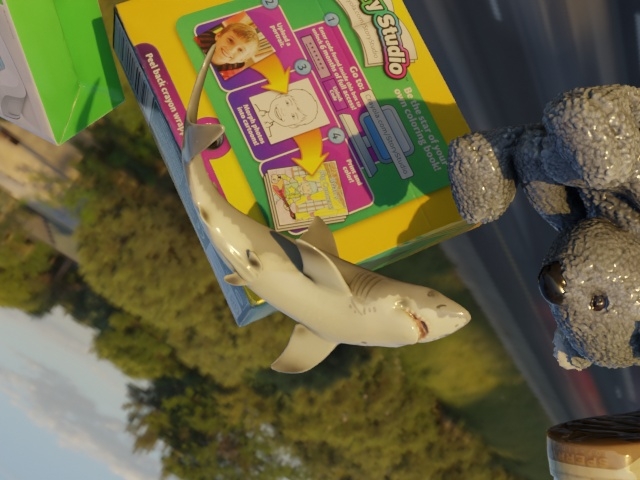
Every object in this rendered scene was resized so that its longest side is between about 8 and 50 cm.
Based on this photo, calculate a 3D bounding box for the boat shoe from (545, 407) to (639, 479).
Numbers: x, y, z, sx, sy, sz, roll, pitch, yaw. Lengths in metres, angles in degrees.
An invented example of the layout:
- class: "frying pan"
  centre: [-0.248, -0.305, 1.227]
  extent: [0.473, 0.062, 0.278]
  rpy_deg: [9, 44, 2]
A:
- class: "boat shoe"
  centre: [0.306, 0.193, 0.782]
  extent: [0.341, 0.110, 0.121]
  rpy_deg: [1, 178, -35]

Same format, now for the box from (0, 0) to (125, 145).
- class: "box"
  centre: [-0.388, -0.287, 1.201]
  extent: [0.231, 0.127, 0.262]
  rpy_deg: [26, 142, 30]

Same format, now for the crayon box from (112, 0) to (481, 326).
- class: "crayon box"
  centre: [-0.017, -0.133, 1.074]
  extent: [0.363, 0.313, 0.106]
  rpy_deg: [65, 161, 11]

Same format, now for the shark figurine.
- class: "shark figurine"
  centre: [-0.028, -0.007, 0.766]
  extent: [0.278, 0.116, 0.166]
  rpy_deg: [42, 131, -13]

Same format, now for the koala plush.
- class: "koala plush"
  centre: [0.242, 0.002, 0.795]
  extent: [0.203, 0.221, 0.196]
  rpy_deg: [-4, 172, -29]
